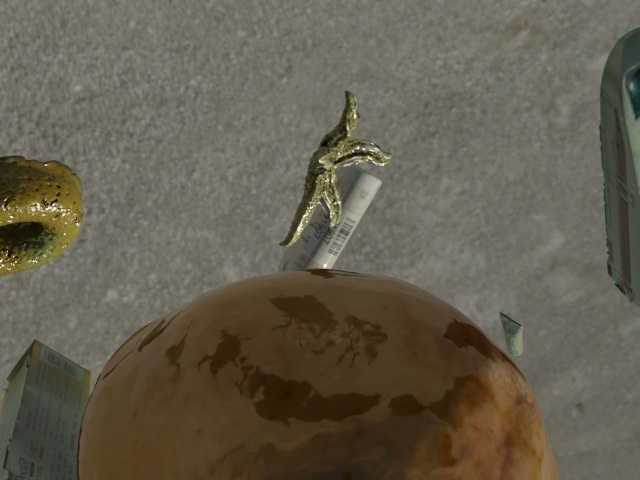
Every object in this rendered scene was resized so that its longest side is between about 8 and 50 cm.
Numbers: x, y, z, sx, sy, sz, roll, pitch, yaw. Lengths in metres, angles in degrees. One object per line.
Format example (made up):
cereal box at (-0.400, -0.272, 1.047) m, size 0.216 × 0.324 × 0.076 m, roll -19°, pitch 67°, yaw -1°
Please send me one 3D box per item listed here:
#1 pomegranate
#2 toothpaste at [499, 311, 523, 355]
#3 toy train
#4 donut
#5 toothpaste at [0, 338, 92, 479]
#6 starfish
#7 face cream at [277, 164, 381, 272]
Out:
pomegranate at (0.006, 0.198, 0.794) m, size 0.412 × 0.411 × 0.411 m, roll -13°, pitch 136°, yaw -13°
toothpaste at (0.343, 0.170, 1.677) m, size 0.029 × 0.048 × 0.197 m, roll -51°, pitch 155°, yaw -10°
toy train at (0.368, -0.061, 1.044) m, size 0.087 × 0.088 × 0.407 m, roll -25°, pitch 141°, yaw 1°
donut at (-0.511, -0.029, 1.532) m, size 0.272 × 0.107 × 0.272 m, roll -18°, pitch 157°, yaw -8°
toothpaste at (-0.280, 0.200, 0.944) m, size 0.089 × 0.313 × 0.071 m, roll 37°, pitch 96°, yaw -19°
starfish at (0.007, -0.065, 1.055) m, size 0.176 × 0.053 × 0.208 m, roll -57°, pitch 159°, yaw -11°
face cream at (0.000, 0.000, 1.523) m, size 0.082 × 0.082 × 0.269 m, roll 25°, pitch 96°, yaw -40°
